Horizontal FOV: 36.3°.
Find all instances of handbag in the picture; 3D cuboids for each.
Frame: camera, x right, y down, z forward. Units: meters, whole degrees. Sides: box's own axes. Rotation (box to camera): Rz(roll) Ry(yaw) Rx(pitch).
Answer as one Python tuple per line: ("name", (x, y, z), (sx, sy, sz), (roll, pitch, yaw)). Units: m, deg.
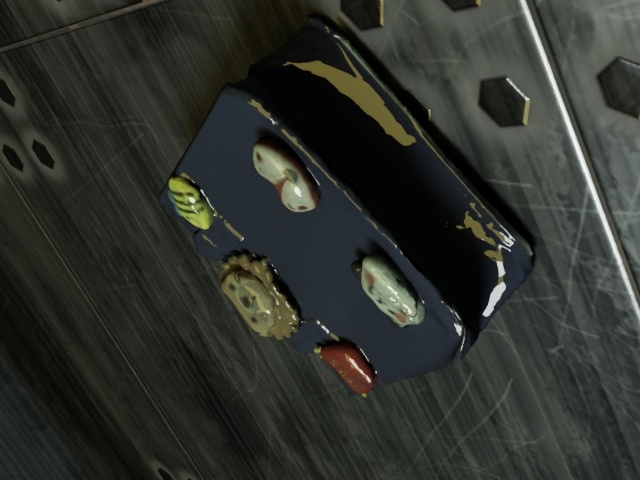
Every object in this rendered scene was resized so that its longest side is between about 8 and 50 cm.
("handbag", (0.000, 0.000, 0.916), (0.303, 0.122, 0.329), (48, 149, -1))
